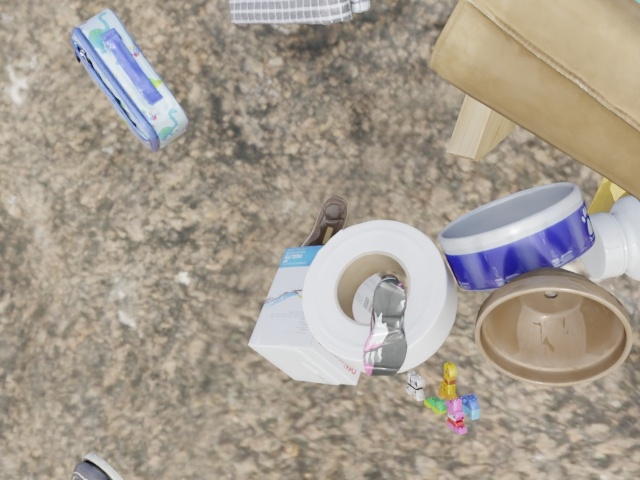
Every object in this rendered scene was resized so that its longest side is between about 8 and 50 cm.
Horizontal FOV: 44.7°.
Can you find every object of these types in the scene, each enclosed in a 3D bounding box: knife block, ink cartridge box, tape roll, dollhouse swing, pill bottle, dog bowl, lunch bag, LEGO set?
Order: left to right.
[{"bbox_3d":[-0.304,-0.252,1.245,0.090,0.176,0.219,-37,97,-11],"label":"lunch bag"},{"bbox_3d":[-0.001,0.177,1.843,0.197,0.198,0.270,-3,54,40],"label":"ink cartridge box"},{"bbox_3d":[0.111,0.105,1.479,0.286,0.100,0.286,-10,63,20],"label":"tape roll"},{"bbox_3d":[0.278,0.327,1.716,0.227,0.087,0.093,-152,56,-63],"label":"LEGO set"},{"bbox_3d":[0.428,-0.370,2.016,0.088,0.242,0.276,19,46,40],"label":"knife block"},{"bbox_3d":[0.355,-0.009,1.419,0.265,0.265,0.104,-20,99,20],"label":"dog bowl"},{"bbox_3d":[0.636,-0.129,1.862,0.305,0.347,0.315,25,106,19],"label":"dollhouse swing"},{"bbox_3d":[0.689,-0.017,1.557,0.318,0.176,0.176,-12,67,-5],"label":"pill bottle"}]

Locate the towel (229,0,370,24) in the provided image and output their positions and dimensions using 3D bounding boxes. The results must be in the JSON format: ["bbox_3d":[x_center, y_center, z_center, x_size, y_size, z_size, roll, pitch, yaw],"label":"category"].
[{"bbox_3d":[-0.062,-0.489,1.333,0.284,0.235,0.121,12,38,42],"label":"towel"}]

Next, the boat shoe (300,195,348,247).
[{"bbox_3d":[0.007,0.003,2.018,0.095,0.095,0.257,28,107,-2],"label":"boat shoe"}]

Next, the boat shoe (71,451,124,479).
[{"bbox_3d":[-0.185,0.280,0.673,0.075,0.065,0.206,14,122,38],"label":"boat shoe"}]

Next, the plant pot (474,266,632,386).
[{"bbox_3d":[0.373,0.122,1.256,0.237,0.237,0.109,-9,38,24],"label":"plant pot"}]

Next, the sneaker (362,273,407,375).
[{"bbox_3d":[0.113,0.138,1.282,0.072,0.077,0.178,11,107,3],"label":"sneaker"}]

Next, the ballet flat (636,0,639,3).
[{"bbox_3d":[0.470,-0.416,1.059,0.083,0.087,0.247,32,82,28],"label":"ballet flat"}]

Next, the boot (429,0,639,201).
[{"bbox_3d":[0.221,-0.116,0.485,0.269,0.089,0.236,42,136,12],"label":"boot"}]
